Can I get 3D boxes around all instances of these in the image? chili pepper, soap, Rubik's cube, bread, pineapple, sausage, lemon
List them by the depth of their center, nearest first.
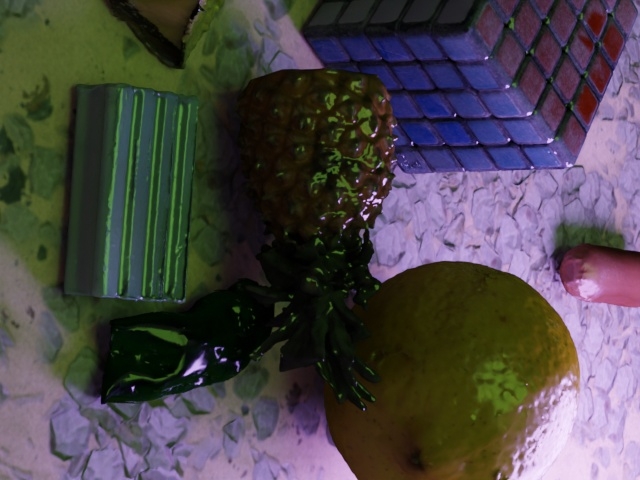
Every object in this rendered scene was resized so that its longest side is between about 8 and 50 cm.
[{"bbox_3d":[-0.176,-0.043,1.478,0.114,0.063,0.198,8,85,-49],"label":"soap"},{"bbox_3d":[-0.115,-0.251,1.518,0.147,0.127,0.152,-65,150,-23],"label":"bread"},{"bbox_3d":[-0.129,0.101,1.536,0.224,0.061,0.098,-22,113,-47],"label":"chili pepper"},{"bbox_3d":[0.000,0.000,1.575,0.169,0.169,0.341,5,79,-47],"label":"pineapple"},{"bbox_3d":[0.137,0.155,1.675,0.293,0.293,0.293,-2,92,-47],"label":"lemon"},{"bbox_3d":[0.167,-0.231,1.723,0.237,0.237,0.238,49,58,-35],"label":"Rubik's cube"},{"bbox_3d":[0.378,0.047,2.078,0.194,0.077,0.077,7,86,-47],"label":"sausage"}]
